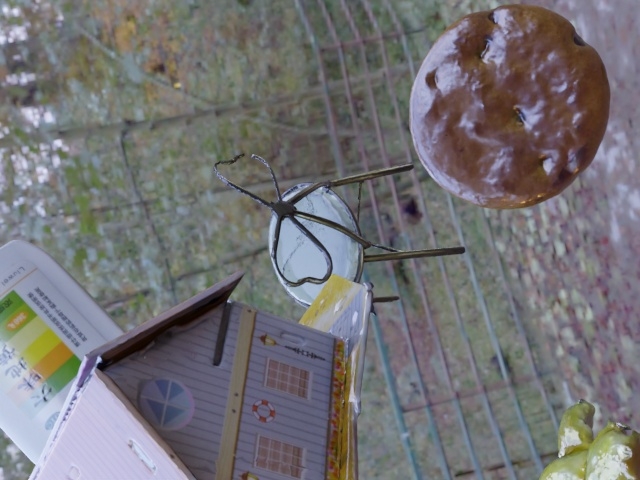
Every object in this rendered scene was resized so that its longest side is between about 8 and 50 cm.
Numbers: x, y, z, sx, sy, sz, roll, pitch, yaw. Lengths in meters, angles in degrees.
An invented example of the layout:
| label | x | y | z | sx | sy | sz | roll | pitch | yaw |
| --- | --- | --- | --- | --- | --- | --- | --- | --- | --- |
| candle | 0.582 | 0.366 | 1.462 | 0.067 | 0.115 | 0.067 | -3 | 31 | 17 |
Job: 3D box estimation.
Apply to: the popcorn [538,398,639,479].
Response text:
| label | x | y | z | sx | sy | sz | roll | pitch | yaw |
| --- | --- | --- | --- | --- | --- | --- | --- | --- | --- |
| popcorn | 0.430 | 0.400 | 1.320 | 0.321 | 0.290 | 0.326 | 17 | -147 | -46 |

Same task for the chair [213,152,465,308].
| label | x | y | z | sx | sy | sz | roll | pitch | yaw |
| --- | --- | --- | --- | --- | --- | --- | --- | --- | --- |
| chair | 0.000 | 0.000 | 0.991 | 0.170 | 0.325 | 0.160 | -43 | 68 | 38 |

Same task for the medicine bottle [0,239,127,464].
| label | x | y | z | sx | sy | sz | roll | pitch | yaw |
| --- | --- | --- | --- | --- | --- | --- | --- | --- | --- |
| medicine bottle | -0.310 | 0.165 | 1.079 | 0.324 | 0.179 | 0.124 | 46 | 167 | 5 |

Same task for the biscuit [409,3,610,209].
| label | x | y | z | sx | sy | sz | roll | pitch | yaw |
| --- | --- | --- | --- | --- | --- | --- | --- | --- | --- |
| biscuit | 0.192 | -0.135 | 0.919 | 0.036 | 0.212 | 0.212 | -52 | -48 | -76 |

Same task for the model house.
| label | x | y | z | sx | sy | sz | roll | pitch | yaw |
| --- | --- | --- | --- | --- | --- | --- | --- | --- | --- |
| model house | -0.080 | 0.109 | 0.475 | 0.219 | 0.135 | 0.207 | -52 | 25 | 44 |
